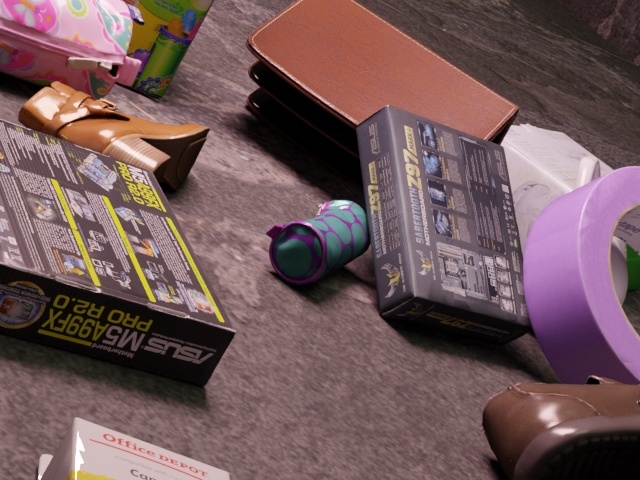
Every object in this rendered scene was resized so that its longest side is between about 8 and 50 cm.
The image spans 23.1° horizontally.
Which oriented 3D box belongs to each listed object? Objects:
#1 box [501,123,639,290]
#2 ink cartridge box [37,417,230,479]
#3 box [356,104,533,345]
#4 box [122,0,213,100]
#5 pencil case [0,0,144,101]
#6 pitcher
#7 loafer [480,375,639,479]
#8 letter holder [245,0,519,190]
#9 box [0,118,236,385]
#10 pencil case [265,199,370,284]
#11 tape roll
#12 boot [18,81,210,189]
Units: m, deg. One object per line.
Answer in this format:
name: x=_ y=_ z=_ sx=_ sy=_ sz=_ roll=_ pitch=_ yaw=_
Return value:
box: x=0.330 y=-0.045 z=2.122 sx=0.231 sy=0.127 sz=0.262 roll=40 pitch=21 yaw=26
ink cartridge box: x=-0.115 y=0.182 z=0.970 sx=0.115 sy=0.067 sz=0.198 roll=24 pitch=20 yaw=-19
box: x=0.134 y=-0.015 z=1.690 sx=0.183 sy=0.059 sz=0.233 roll=16 pitch=56 yaw=-38
box: x=-0.256 y=-0.364 z=1.808 sx=0.290 sy=0.279 sz=0.177 roll=24 pitch=20 yaw=-20
pencil case: x=-0.323 y=-0.230 z=1.614 sx=0.284 sy=0.124 sz=0.124 roll=17 pitch=23 yaw=-41
pitcher: x=0.303 y=0.010 z=1.845 sx=0.125 sy=0.178 sz=0.207 roll=1 pitch=25 yaw=21
loafer: x=0.293 y=0.177 z=1.493 sx=0.366 sy=0.134 sz=0.130 roll=11 pitch=27 yaw=-45
letter holder: x=0.051 y=-0.147 z=1.920 sx=0.302 sy=0.152 sz=0.214 roll=34 pitch=40 yaw=10
box: x=-0.210 y=-0.002 z=1.305 sx=0.216 sy=0.060 sz=0.270 roll=19 pitch=23 yaw=-33
pencil case: x=0.000 y=0.000 z=1.607 sx=0.070 sy=0.064 sz=0.151 roll=50 pitch=21 yaw=5
tape roll: x=0.351 y=0.061 z=1.716 sx=0.275 sy=0.090 sz=0.275 roll=17 pitch=61 yaw=-33
boot: x=-0.203 y=-0.113 z=1.581 sx=0.152 sy=0.073 sz=0.197 roll=29 pitch=16 yaw=9
